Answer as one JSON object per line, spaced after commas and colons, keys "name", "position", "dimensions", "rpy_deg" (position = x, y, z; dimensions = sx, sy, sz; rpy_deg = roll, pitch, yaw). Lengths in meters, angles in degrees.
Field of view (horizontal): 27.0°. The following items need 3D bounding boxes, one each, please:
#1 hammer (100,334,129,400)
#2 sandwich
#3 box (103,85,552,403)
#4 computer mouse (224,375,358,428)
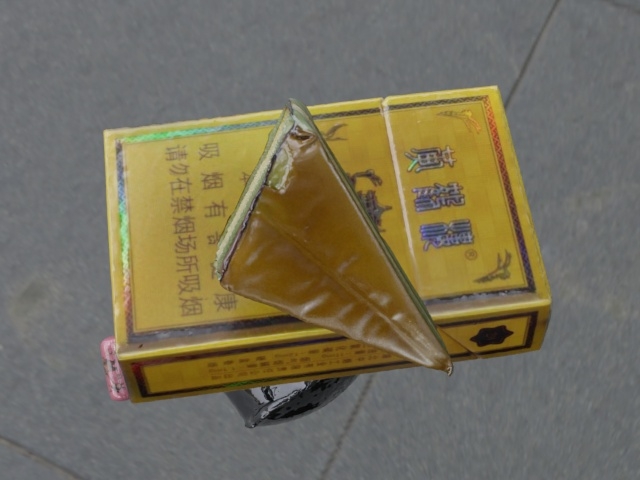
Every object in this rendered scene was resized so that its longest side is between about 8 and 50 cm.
{"name": "hammer", "position": [-0.252, 0.160, 1.678], "dimensions": [0.043, 0.043, 0.083], "rpy_deg": [-10, 90, 5]}
{"name": "sandwich", "position": [0.030, -0.002, 0.828], "dimensions": [0.163, 0.079, 0.113], "rpy_deg": [23, 103, -11]}
{"name": "box", "position": [0.000, 0.000, 0.976], "dimensions": [0.301, 0.084, 0.193], "rpy_deg": [-7, 60, -3]}
{"name": "computer mouse", "position": [0.002, 0.081, 1.261], "dimensions": [0.087, 0.295, 0.168], "rpy_deg": [42, 114, -9]}
